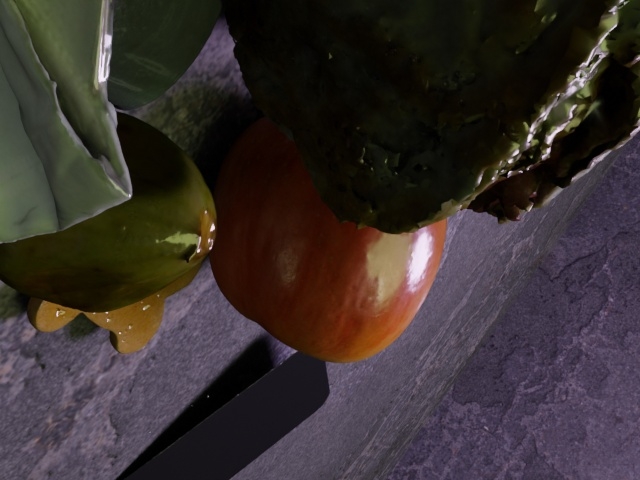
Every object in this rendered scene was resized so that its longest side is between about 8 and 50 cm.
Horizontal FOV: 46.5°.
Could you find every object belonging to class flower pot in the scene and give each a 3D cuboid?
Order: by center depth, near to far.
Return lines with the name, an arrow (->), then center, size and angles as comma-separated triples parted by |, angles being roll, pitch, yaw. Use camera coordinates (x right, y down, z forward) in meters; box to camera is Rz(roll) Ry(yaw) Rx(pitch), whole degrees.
flower pot -> -0.117, -0.204, 0.482 | 0.229, 0.103, 0.108 | -58, 155, 8

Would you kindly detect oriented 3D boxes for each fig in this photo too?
fig -> -0.153, -0.021, 0.526 | 0.144, 0.165, 0.154 | -54, 140, -63

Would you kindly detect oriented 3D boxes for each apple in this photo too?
apple -> 0.000, 0.000, 0.773 | 0.242, 0.242, 0.241 | -2, 110, -61

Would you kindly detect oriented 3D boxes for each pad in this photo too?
pad -> -0.155, 0.268, 1.099 | 0.375, 0.063, 0.315 | -35, 151, -19

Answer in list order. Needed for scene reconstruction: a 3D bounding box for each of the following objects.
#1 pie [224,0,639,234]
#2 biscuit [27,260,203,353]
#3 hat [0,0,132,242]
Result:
pie -> 0.076, -0.221, 0.506 | 0.180, 0.395, 0.418 | -12, 140, -29
biscuit -> -0.201, 0.018, 0.677 | 0.158, 0.035, 0.240 | -54, 149, -7
hat -> -0.236, -0.127, 0.354 | 0.258, 0.168, 0.301 | 1, 98, -39
